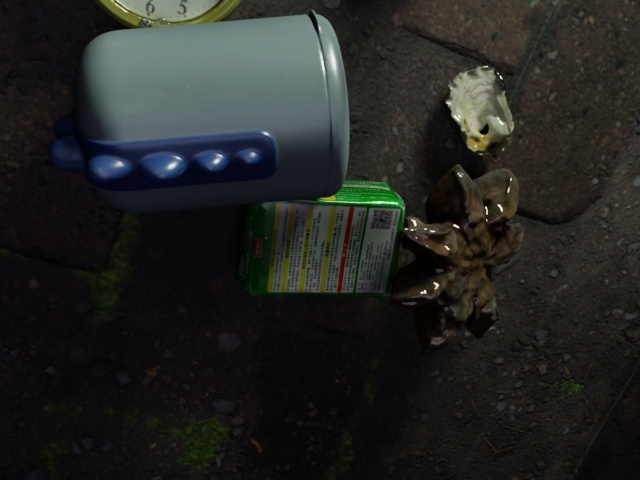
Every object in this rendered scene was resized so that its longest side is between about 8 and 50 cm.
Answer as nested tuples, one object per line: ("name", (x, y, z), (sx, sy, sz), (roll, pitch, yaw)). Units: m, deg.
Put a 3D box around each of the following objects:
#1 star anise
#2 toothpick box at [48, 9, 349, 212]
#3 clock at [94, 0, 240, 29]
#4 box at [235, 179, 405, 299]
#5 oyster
("star anise", (0.222, 0.032, 1.045), (0.315, 0.108, 0.315), (-9, 105, -37))
("toothpick box", (-0.154, -0.149, 0.848), (0.354, 0.263, 0.263), (-6, 113, -8))
("clock", (-0.198, -0.380, 0.856), (0.237, 0.057, 0.237), (-5, 114, -12))
("box", (0.000, 0.000, 1.029), (0.250, 0.103, 0.180), (2, 112, -15))
("oyster", (0.250, -0.198, 1.031), (0.146, 0.045, 0.122), (28, 107, -13))
